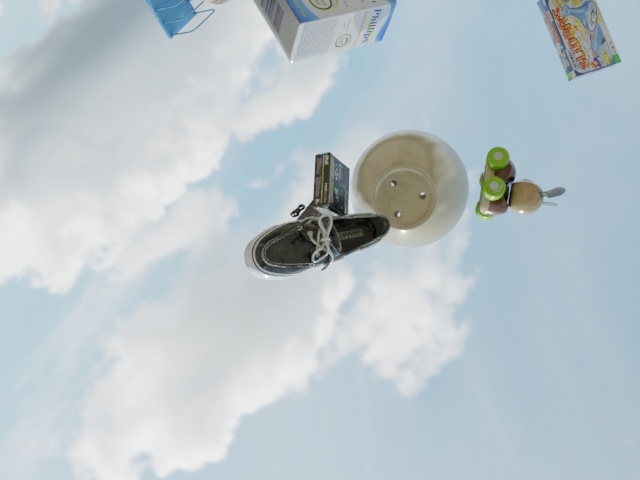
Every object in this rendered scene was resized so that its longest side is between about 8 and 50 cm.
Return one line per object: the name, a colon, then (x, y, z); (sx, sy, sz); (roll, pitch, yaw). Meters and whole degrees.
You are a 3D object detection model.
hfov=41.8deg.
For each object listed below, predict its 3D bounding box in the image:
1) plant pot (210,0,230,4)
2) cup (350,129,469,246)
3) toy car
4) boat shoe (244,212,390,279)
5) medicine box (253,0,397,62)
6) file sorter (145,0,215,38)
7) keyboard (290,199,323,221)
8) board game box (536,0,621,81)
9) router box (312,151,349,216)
plant pot: (-0.260, -0.554, 1.614); (0.110, 0.237, 0.237); (-34, -149, -22)
cup: (0.228, -0.125, 2.231); (0.331, 0.331, 0.237); (-31, -177, 13)
toy car: (0.467, -0.119, 1.950); (0.188, 0.155, 0.148); (9, -108, 6)
boat shoe: (0.001, 0.004, 1.652); (0.105, 0.306, 0.113); (-23, -103, 60)
medicine box: (0.001, -0.628, 2.164); (0.289, 0.149, 0.263); (-20, -113, -24)
file sorter: (-0.371, -0.632, 2.174); (0.104, 0.170, 0.118); (5, -132, 42)
keyboard: (-0.021, -0.064, 2.188); (0.108, 0.023, 0.180); (16, -152, 11)
board game box: (0.602, -0.484, 1.953); (0.136, 0.201, 0.035); (-21, 177, -19)
router box: (0.023, -0.110, 1.751); (0.038, 0.092, 0.122); (-8, -112, 27)
